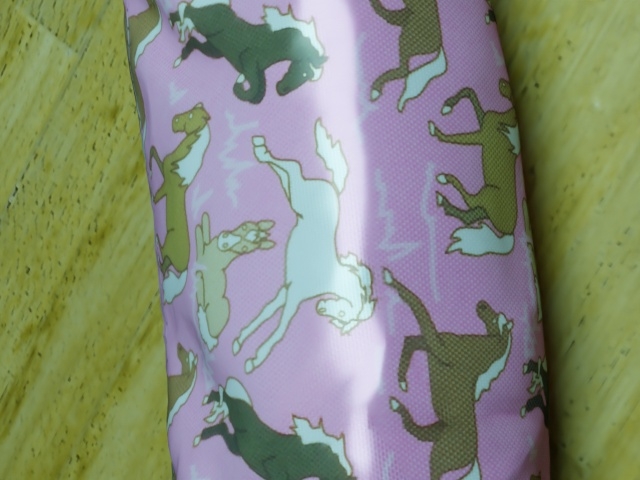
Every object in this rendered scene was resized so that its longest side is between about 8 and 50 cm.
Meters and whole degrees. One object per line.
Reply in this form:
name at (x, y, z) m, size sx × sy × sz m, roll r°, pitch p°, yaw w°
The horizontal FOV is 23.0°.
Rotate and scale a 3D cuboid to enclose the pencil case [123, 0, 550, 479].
pencil case at (0.000, 0.000, 0.669) m, size 0.167 × 0.160 × 0.386 m, roll 148°, pitch 116°, yaw -65°
